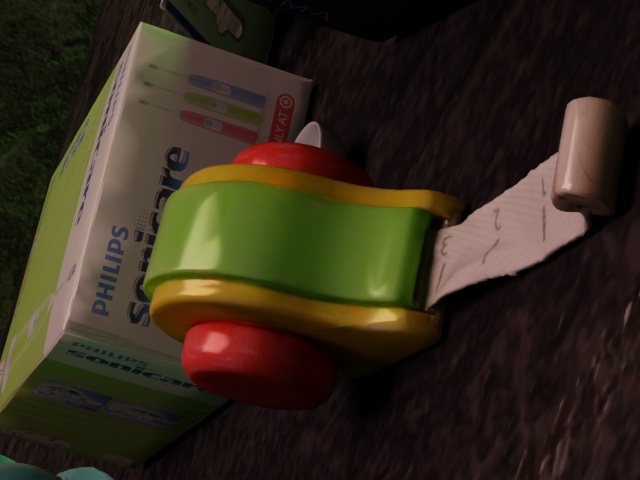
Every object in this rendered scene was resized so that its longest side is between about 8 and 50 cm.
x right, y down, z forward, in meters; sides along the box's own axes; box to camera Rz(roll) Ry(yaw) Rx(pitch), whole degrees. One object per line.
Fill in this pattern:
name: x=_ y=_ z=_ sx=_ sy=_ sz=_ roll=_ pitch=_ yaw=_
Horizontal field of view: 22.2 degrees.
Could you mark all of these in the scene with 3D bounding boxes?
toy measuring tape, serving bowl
toy measuring tape: x=0.000 y=0.000 z=0.668 sx=0.330 sy=0.121 sz=0.121 roll=143 pitch=142 yaw=-66
serving bowl: x=-0.004 y=-0.020 z=0.874 sx=0.083 sy=0.027 sz=0.083 roll=-162 pitch=90 yaw=-75

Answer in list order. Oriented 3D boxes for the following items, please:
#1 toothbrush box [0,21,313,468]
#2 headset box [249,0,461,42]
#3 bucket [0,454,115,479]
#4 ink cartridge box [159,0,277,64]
toothbrush box: x=-0.121 y=0.017 z=1.081 sx=0.283 sy=0.122 sz=0.206 roll=135 pitch=149 yaw=-63
headset box: x=-0.019 y=-0.205 z=0.711 sx=0.283 sy=0.246 sz=0.131 roll=171 pitch=116 yaw=-73
bucket: x=-0.171 y=0.195 z=0.798 sx=0.281 sy=0.281 sz=0.183 roll=159 pitch=120 yaw=-72
ink cartridge box: x=-0.055 y=-0.300 z=1.152 sx=0.176 sy=0.069 sz=0.370 roll=43 pitch=-124 yaw=-66
